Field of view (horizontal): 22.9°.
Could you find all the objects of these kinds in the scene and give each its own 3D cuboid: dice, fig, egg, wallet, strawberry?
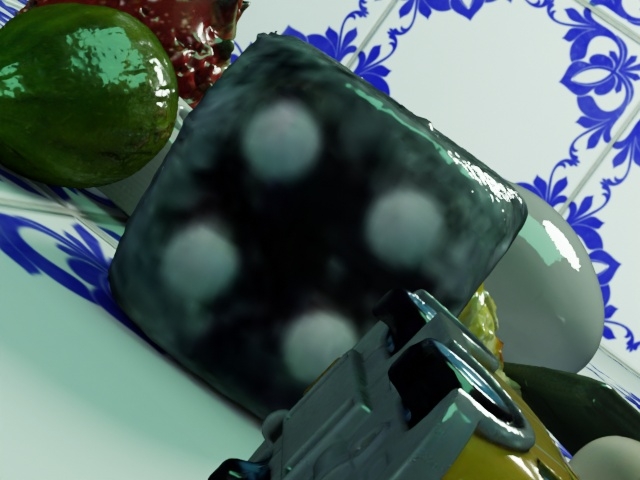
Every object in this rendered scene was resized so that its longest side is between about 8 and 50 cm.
[{"bbox_3d":[0.000,0.000,0.900,0.183,0.182,0.181,35,8,4],"label":"dice"},{"bbox_3d":[-0.170,-0.096,0.998,0.123,0.123,0.156,39,13,26],"label":"fig"},{"bbox_3d":[0.171,0.041,1.513,0.232,0.176,0.176,51,13,29],"label":"egg"},{"bbox_3d":[0.245,0.175,1.234,0.245,0.052,0.168,44,-12,-20],"label":"wallet"},{"bbox_3d":[-0.158,-0.154,1.304,0.202,0.186,0.184,6,39,-12],"label":"strawberry"}]

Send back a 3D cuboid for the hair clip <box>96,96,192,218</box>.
[{"bbox_3d":[-0.092,-0.034,1.114,0.331,0.085,0.101,43,10,10],"label":"hair clip"}]

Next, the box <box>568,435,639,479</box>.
[{"bbox_3d":[0.246,0.210,1.059,0.146,0.088,0.200,29,8,-43],"label":"box"}]

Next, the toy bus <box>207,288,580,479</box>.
[{"bbox_3d":[0.041,0.112,0.598,0.136,0.126,0.209,44,6,-6],"label":"toy bus"}]

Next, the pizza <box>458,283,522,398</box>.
[{"bbox_3d":[0.036,0.002,1.203,0.323,0.089,0.223,39,-21,20],"label":"pizza"}]
